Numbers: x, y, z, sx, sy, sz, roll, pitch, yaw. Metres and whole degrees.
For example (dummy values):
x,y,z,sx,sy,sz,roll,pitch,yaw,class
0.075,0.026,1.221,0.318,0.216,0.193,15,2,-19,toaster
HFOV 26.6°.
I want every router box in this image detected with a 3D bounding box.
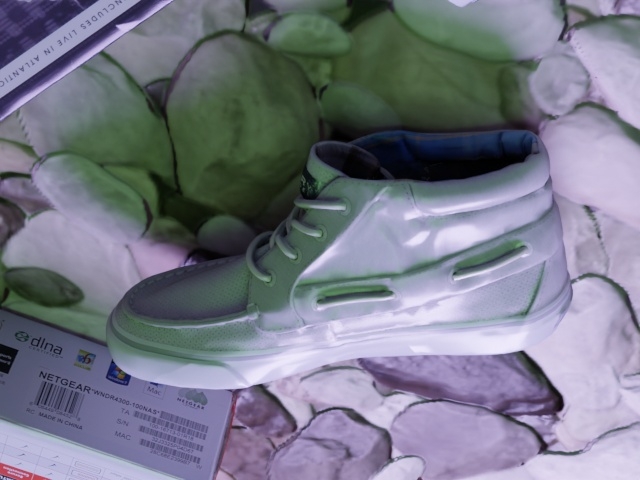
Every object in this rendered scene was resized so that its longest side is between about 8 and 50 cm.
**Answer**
x,y,z,sx,sy,sz,roll,pitch,yaw,class
-0.262,0.164,0.915,0.335,0.082,0.301,21,133,-8,router box

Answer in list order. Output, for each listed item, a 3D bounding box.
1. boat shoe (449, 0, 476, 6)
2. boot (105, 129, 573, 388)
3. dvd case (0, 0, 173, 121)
x,y,z,sx,sy,sz,roll,pitch,yaw,class
0.007,-0.208,0.530,0.084,0.095,0.258,-38,122,20,boat shoe
0.000,0.000,0.720,0.258,0.095,0.123,-8,124,7,boot
-0.154,-0.154,0.549,0.164,0.018,0.221,-33,131,12,dvd case
